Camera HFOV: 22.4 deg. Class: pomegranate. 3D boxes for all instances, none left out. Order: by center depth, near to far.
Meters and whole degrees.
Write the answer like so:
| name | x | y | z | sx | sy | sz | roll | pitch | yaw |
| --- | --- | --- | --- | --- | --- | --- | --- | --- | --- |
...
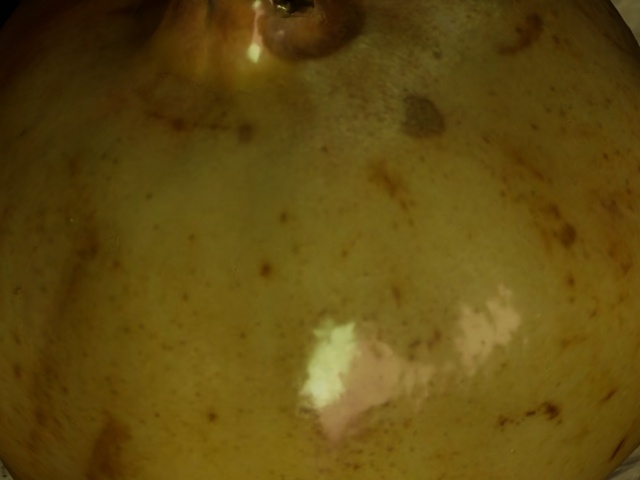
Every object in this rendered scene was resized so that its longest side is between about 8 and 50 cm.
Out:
| name | x | y | z | sx | sy | sz | roll | pitch | yaw |
| --- | --- | --- | --- | --- | --- | --- | --- | --- | --- |
| pomegranate | 0.000 | 0.000 | 0.548 | 0.264 | 0.264 | 0.264 | -18 | 142 | -15 |

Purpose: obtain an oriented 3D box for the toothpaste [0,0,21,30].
| name | x | y | z | sx | sy | sz | roll | pitch | yaw |
| --- | --- | --- | --- | --- | --- | --- | --- | --- | --- |
| toothpaste | -0.129 | -0.078 | 0.552 | 0.071 | 0.045 | 0.193 | -7 | 133 | -39 |
